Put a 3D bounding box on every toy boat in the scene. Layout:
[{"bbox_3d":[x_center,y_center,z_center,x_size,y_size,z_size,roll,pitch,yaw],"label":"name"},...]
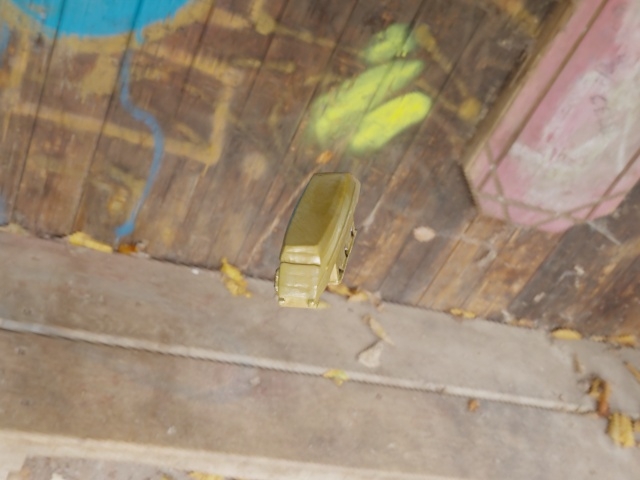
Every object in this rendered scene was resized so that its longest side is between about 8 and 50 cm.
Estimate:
[{"bbox_3d":[0.000,0.000,0.848,0.057,0.077,0.200,2,35,14],"label":"toy boat"}]
